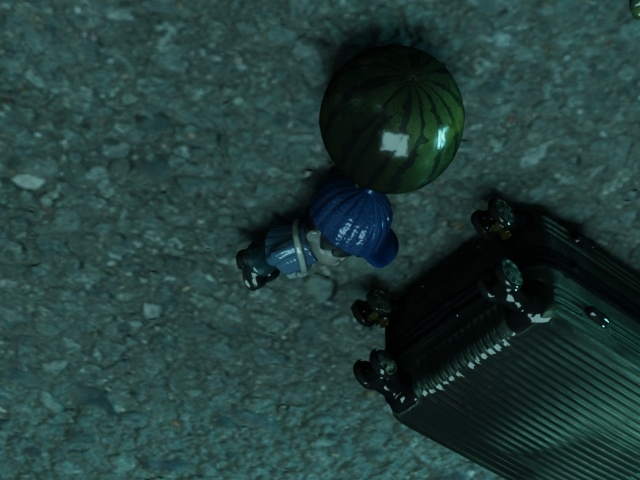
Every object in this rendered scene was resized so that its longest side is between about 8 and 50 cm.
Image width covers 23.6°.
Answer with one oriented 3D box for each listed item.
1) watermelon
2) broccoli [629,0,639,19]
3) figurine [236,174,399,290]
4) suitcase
[{"bbox_3d":[0.048,-0.079,1.112,0.105,0.105,0.133,9,140,-10],"label":"watermelon"},{"bbox_3d":[0.350,-0.190,0.933,0.334,0.272,0.324,-22,172,11],"label":"broccoli"},{"bbox_3d":[-0.004,-0.008,1.218,0.136,0.077,0.079,-10,102,30],"label":"figurine"},{"bbox_3d":[0.196,0.109,1.287,0.312,0.128,0.202,31,127,-29],"label":"suitcase"}]
